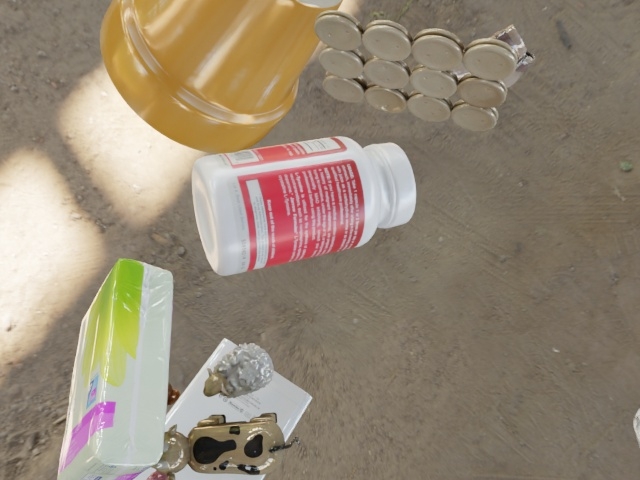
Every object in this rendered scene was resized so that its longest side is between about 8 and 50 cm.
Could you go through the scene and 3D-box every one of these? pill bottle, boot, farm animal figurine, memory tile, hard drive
[{"bbox_3d":[-0.030,-0.080,1.212,0.407,0.229,0.229,-12,83,-19],"label":"pill bottle"},{"bbox_3d":[0.174,-0.200,0.663,0.087,0.118,0.042,-35,53,30],"label":"boot"},{"bbox_3d":[-0.198,0.371,1.013,0.326,0.172,0.331,-20,80,2],"label":"farm animal figurine"},{"bbox_3d":[0.069,-0.127,0.469,0.147,0.113,0.012,15,73,12],"label":"memory tile"},{"bbox_3d":[-0.205,0.406,1.250,0.233,0.047,0.353,33,59,5],"label":"hard drive"}]

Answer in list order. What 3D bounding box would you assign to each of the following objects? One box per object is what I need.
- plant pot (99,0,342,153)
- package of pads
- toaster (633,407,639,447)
[{"bbox_3d":[-0.080,-0.218,0.593,0.205,0.188,0.205,19,57,-32],"label":"plant pot"},{"bbox_3d":[-0.305,0.210,0.921,0.101,0.229,0.297,15,53,-27],"label":"package of pads"},{"bbox_3d":[0.329,0.197,0.440,0.146,0.227,0.129,-20,123,20],"label":"toaster"}]
